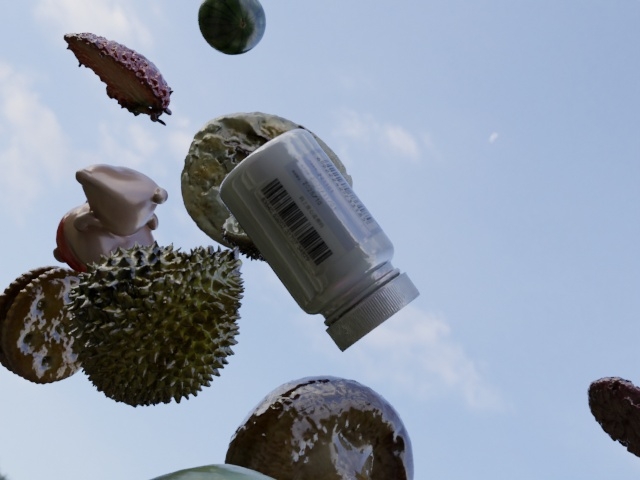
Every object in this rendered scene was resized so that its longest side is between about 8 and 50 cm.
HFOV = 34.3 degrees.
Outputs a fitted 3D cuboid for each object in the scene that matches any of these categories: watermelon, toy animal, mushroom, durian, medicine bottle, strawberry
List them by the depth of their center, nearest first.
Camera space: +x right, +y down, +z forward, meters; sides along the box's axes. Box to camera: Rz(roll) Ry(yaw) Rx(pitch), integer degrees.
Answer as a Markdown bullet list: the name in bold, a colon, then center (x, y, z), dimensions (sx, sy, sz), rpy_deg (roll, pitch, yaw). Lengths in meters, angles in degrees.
- **medicine bottle**: center (0.000, 0.000, 0.933), dimensions (0.187, 0.103, 0.103), rpy_deg (53, -36, 6)
- **watermelon**: center (-0.125, -0.313, 1.460), dimensions (0.109, 0.109, 0.109), rpy_deg (23, -40, 21)
- **durian**: center (-0.246, 0.119, 1.578), dimensions (0.293, 0.258, 0.258), rpy_deg (-15, -58, 15)
- **mushroom**: center (0.011, 0.389, 1.632), dimensions (0.331, 0.334, 0.356), rpy_deg (8, 2, -13)
- **durian**: center (-0.079, -0.010, 1.676), dimensions (0.148, 0.188, 0.091), rpy_deg (-28, -65, 6)
- **toy animal**: center (-0.362, -0.028, 1.764), dimensions (0.171, 0.171, 0.198), rpy_deg (31, -61, 10)
- **strawberry**: center (-0.338, -0.304, 1.811), dimensions (0.167, 0.087, 0.208), rpy_deg (18, -27, 44)

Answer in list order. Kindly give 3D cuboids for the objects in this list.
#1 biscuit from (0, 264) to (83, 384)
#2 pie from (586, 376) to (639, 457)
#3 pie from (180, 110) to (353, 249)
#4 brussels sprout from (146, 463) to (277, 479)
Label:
- **biscuit**: center (-0.479, 0.149, 1.845), dimensions (0.066, 0.220, 0.220), rpy_deg (19, -40, 41)
- **pie**: center (0.463, 0.268, 1.553), dimensions (0.154, 0.036, 0.154), rpy_deg (45, -24, 26)
- **pie**: center (-0.095, -0.106, 1.934), dimensions (0.339, 0.339, 0.077), rpy_deg (35, -33, 6)
- **brussels sprout**: center (-0.144, 0.381, 1.035), dimensions (0.268, 0.344, 0.344), rpy_deg (46, -33, 22)
